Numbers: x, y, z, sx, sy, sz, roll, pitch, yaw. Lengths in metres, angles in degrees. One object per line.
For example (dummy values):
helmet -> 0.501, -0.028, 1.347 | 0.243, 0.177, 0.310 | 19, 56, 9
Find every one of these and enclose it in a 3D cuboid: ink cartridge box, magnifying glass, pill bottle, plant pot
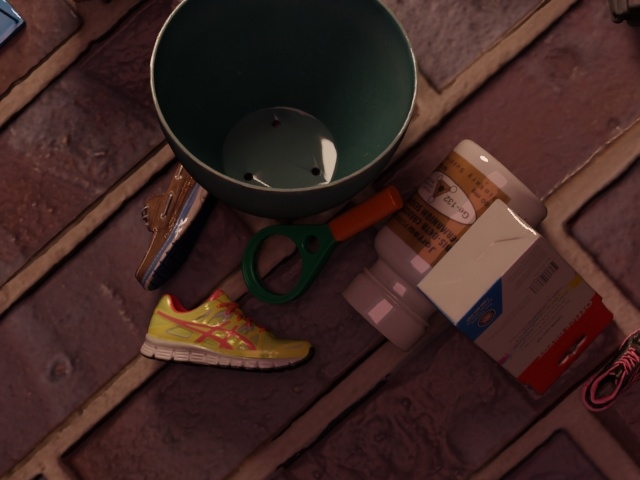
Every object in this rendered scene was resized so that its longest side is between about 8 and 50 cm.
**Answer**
ink cartridge box -> 0.221, 0.068, 1.807 | 0.134, 0.231, 0.078 | -47, 50, 2
magnifying glass -> 0.000, 0.000, 1.883 | 0.231, 0.026, 0.092 | -30, 76, 33
pill bottle -> 0.136, 0.009, 1.849 | 0.131, 0.131, 0.229 | 42, 93, 11
plant pot -> -0.044, -0.138, 1.844 | 0.290, 0.195, 0.290 | 1, 64, -3

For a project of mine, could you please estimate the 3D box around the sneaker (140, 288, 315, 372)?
sneaker -> -0.107, 0.105, 1.909 | 0.209, 0.081, 0.094 | 6, 83, 11

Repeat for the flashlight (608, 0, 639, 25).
flashlight -> 0.349, -0.403, 1.868 | 0.103, 0.103, 0.304 | -5, 83, 8

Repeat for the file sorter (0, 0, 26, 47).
file sorter -> -0.472, -0.297, 2.000 | 0.118, 0.104, 0.170 | -43, 80, 4

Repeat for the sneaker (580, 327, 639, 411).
sneaker -> 0.342, 0.145, 1.838 | 0.047, 0.057, 0.119 | 41, 91, 13

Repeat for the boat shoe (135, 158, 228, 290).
boat shoe -> -0.176, -0.027, 1.946 | 0.066, 0.066, 0.183 | 28, 80, 16
